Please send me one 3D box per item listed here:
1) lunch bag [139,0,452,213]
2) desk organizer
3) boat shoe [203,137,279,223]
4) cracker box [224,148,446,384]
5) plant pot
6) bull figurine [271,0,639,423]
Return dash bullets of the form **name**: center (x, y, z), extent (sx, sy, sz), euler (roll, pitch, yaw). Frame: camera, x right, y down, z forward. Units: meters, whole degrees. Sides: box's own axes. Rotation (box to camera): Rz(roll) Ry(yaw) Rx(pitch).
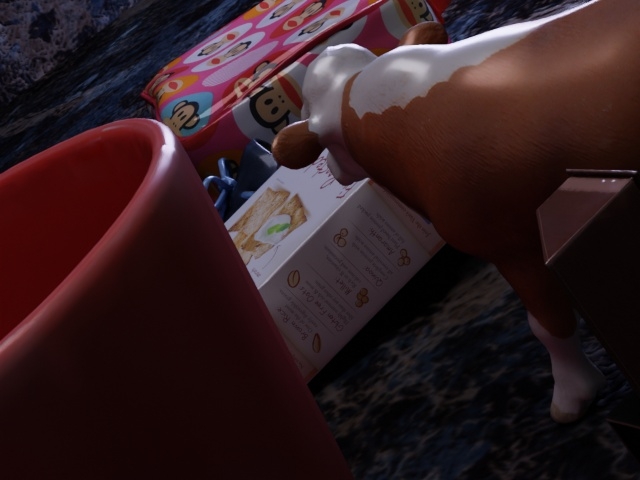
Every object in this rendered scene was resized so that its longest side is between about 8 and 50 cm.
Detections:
- **lunch bag**: center (-0.006, -0.135, 1.425), extent (0.258, 0.120, 0.293), euler (-35, 16, 0)
- **desk organizer**: center (0.124, 0.039, 0.683), extent (0.050, 0.130, 0.047), euler (-43, 18, -17)
- **boat shoe**: center (-0.025, -0.037, 1.248), extent (0.258, 0.089, 0.109), euler (-37, 17, -3)
- **cracker box**: center (0.000, 0.000, 1.086), extent (0.232, 0.067, 0.156), euler (-46, 17, -2)
- **plant pot**: center (-0.096, 0.130, 0.665), extent (0.275, 0.243, 0.275), euler (-32, 17, 11)
- **bull figurine**: center (0.124, -0.033, 0.775), extent (0.310, 0.188, 0.101), euler (-19, 22, 43)
